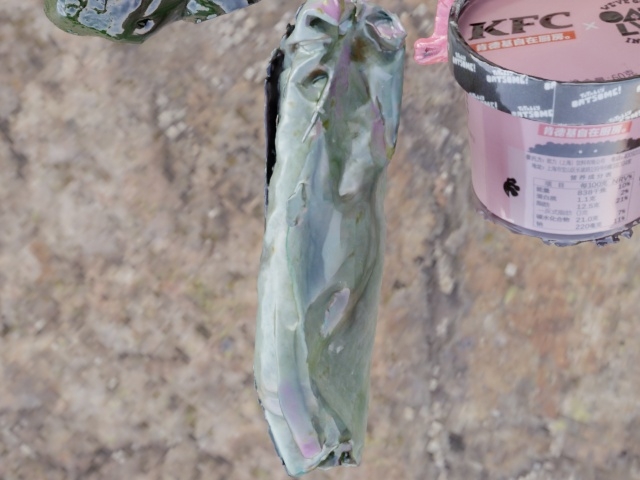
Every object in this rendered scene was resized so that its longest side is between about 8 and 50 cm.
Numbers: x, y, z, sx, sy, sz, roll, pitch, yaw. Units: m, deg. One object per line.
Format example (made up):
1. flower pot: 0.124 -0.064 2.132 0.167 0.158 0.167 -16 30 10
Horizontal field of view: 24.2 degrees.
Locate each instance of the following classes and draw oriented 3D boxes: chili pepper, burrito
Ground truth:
1. chili pepper: -0.147 -0.258 1.502 0.116 0.265 0.148 66 156 0
2. burrito: 0.001 0.000 0.920 0.066 0.096 0.309 10 100 45

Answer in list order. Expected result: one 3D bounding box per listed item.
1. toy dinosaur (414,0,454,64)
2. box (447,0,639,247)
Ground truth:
1. toy dinosaur: 0.206 -0.255 1.398 0.286 0.070 0.139 -43 106 13
2. box: 0.154 -0.080 0.916 0.151 0.151 0.135 9 128 18
